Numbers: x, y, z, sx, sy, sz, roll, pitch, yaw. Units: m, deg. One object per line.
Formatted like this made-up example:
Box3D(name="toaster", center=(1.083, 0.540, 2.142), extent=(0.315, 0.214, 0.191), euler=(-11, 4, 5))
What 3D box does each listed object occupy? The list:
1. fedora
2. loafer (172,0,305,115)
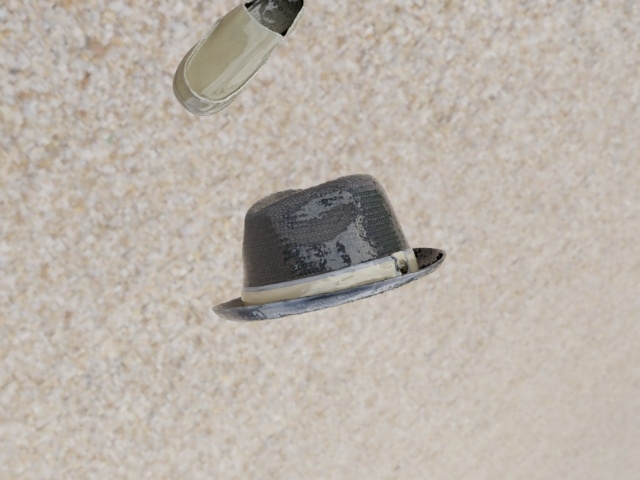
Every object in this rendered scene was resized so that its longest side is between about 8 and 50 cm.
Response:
Box3D(name="fedora", center=(0.000, 0.000, 1.420), extent=(0.334, 0.153, 0.334), euler=(-13, -177, 1))
Box3D(name="loafer", center=(-0.063, -0.160, 0.853), extent=(0.148, 0.056, 0.050), euler=(-54, -175, -26))
